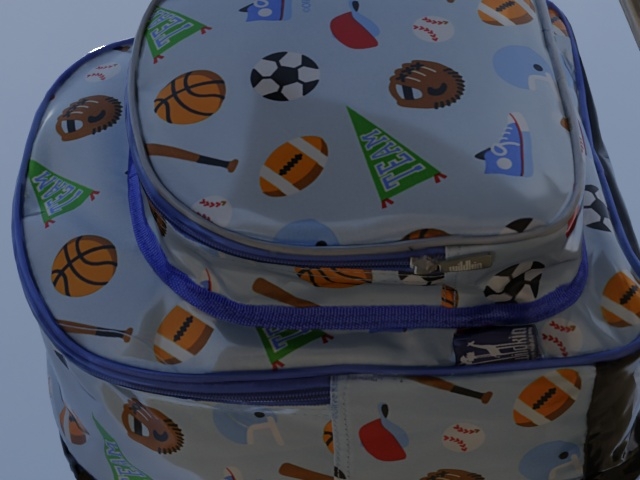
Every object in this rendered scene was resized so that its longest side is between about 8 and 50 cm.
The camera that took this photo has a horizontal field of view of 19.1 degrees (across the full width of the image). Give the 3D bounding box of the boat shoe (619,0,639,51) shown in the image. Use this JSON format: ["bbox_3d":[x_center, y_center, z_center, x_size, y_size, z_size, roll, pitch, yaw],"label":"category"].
[{"bbox_3d":[0.106,-0.161,0.607,0.084,0.095,0.258,-22,-93,-28],"label":"boat shoe"}]

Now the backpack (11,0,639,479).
[{"bbox_3d":[0.000,0.000,0.825,0.263,0.276,0.213,-11,-48,3],"label":"backpack"}]
